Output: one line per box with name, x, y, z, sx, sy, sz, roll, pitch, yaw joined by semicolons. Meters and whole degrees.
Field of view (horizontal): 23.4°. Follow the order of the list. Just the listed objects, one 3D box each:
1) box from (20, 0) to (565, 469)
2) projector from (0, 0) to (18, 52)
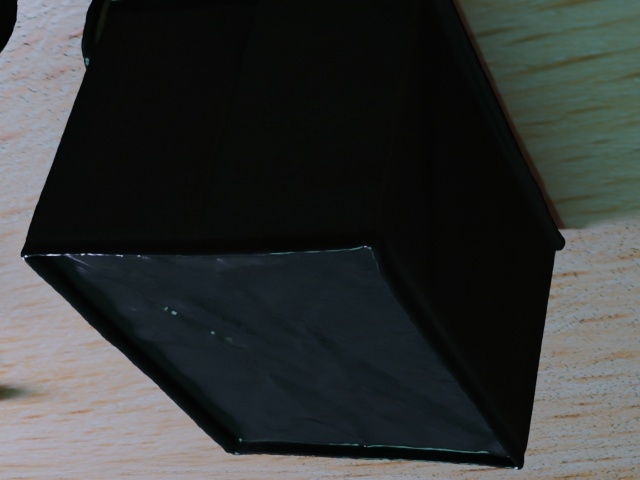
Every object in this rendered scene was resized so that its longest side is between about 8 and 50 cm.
box;0.000;-0.001;1.075;0.251;0.204;0.345;0;150;26
projector;-0.360;-0.138;1.094;0.337;0.108;0.108;-10;145;39
